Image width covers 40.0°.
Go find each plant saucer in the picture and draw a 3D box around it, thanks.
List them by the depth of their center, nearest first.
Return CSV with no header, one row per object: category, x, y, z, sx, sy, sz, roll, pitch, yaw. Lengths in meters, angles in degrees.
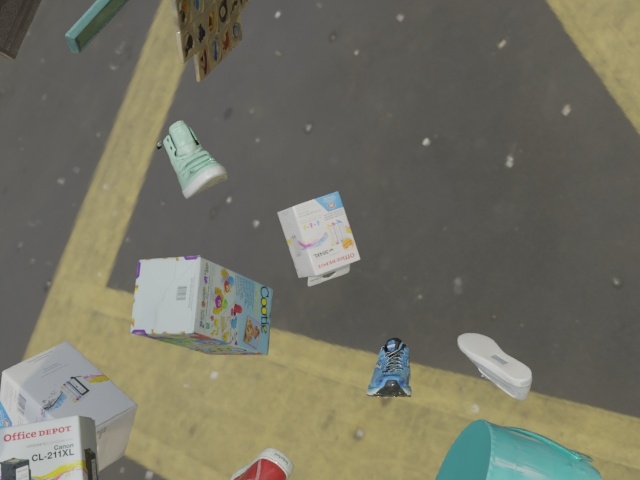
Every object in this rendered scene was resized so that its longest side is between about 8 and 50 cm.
plant saucer,-0.378,-0.411,1.554,0.192,0.018,0.067,-52,-6,-15

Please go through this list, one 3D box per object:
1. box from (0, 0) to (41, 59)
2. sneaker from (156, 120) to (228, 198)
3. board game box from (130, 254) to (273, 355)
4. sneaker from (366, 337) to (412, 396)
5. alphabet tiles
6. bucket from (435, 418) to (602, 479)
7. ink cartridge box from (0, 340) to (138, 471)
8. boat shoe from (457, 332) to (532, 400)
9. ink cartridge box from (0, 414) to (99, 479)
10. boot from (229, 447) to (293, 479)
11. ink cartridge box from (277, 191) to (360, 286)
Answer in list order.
box,-0.603,-0.448,1.566,0.191,0.143,0.381,-66,13,1
sneaker,-0.270,-0.170,1.796,0.094,0.151,0.256,-27,9,-15
board game box,-0.222,0.134,1.702,0.142,0.275,0.144,-4,73,26
sneaker,0.098,0.178,1.249,0.162,0.063,0.073,-56,-34,-82
alphabet tiles,-0.198,-0.467,1.611,0.011,0.285,0.342,7,34,14
bucket,0.293,0.429,1.396,0.281,0.183,0.281,-64,4,9
ink cartridge box,-0.530,0.365,1.836,0.233,0.168,0.171,36,126,23
boat shoe,0.323,0.235,1.640,0.184,0.066,0.063,30,130,46
ink cartridge box,-0.384,0.344,1.241,0.127,0.072,0.175,-11,72,3
boot,-0.148,0.481,1.537,0.176,0.088,0.244,-51,-6,-41
ink cartridge box,0.000,0.000,1.526,0.090,0.092,0.143,-15,95,69
